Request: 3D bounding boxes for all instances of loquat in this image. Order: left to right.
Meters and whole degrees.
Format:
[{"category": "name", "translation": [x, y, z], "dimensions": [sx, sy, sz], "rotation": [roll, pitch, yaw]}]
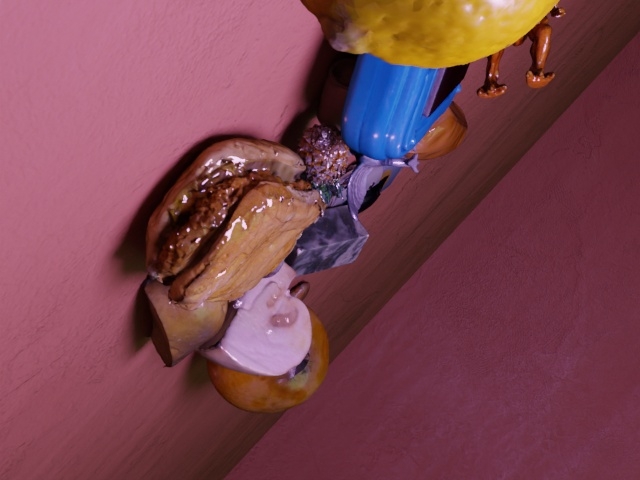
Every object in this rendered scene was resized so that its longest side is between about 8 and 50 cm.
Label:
[{"category": "loquat", "translation": [-0.110, 0.235, 1.813], "dimensions": [0.263, 0.263, 0.263], "rotation": [-44, 166, -14]}]

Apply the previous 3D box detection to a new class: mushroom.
[{"category": "mushroom", "translation": [-0.127, 0.156, 1.568], "dimensions": [0.162, 0.173, 0.236], "rotation": [-19, -143, 44]}]

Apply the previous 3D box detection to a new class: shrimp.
[{"category": "shrimp", "translation": [-0.107, 0.196, 2.072], "dimensions": [0.251, 0.052, 0.143], "rotation": [-42, 168, -26]}]

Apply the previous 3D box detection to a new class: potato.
[{"category": "potato", "translation": [-0.208, 0.126, 1.411], "dimensions": [0.138, 0.098, 0.243], "rotation": [-26, 160, -19]}]

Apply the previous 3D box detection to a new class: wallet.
[{"category": "wallet", "translation": [0.077, -0.103, 1.765], "dimensions": [0.231, 0.069, 0.170], "rotation": [-35, 166, -38]}]

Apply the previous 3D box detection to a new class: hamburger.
[{"category": "hamburger", "translation": [-0.125, -0.026, 1.213], "dimensions": [0.259, 0.144, 0.283], "rotation": [-45, 171, 8]}]

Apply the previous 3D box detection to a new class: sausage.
[{"category": "sausage", "translation": [0.224, -0.229, 1.745], "dimensions": [0.136, 0.120, 0.241], "rotation": [-37, 171, 22]}]

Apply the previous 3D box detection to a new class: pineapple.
[{"category": "pineapple", "translation": [-0.005, -0.118, 1.358], "dimensions": [0.103, 0.083, 0.221], "rotation": [-5, 162, -5]}]

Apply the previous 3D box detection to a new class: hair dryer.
[{"category": "hair dryer", "translation": [0.068, -0.254, 1.338], "dimensions": [0.182, 0.064, 0.117], "rotation": [-46, 168, -29]}]

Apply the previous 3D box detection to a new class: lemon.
[{"category": "lemon", "translation": [0.112, -0.319, 0.759], "dimensions": [0.336, 0.336, 0.336], "rotation": [-44, 166, -14]}]

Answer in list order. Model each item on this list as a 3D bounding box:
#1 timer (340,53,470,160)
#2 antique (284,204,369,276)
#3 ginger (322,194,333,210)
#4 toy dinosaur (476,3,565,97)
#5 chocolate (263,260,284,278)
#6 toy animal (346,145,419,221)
[{"category": "timer", "translation": [0.153, -0.284, 1.247], "dimensions": [0.340, 0.115, 0.309], "rotation": [-48, 162, -50]}, {"category": "antique", "translation": [0.000, 0.000, 1.660], "dimensions": [0.183, 0.086, 0.088], "rotation": [-12, 146, -35]}, {"category": "ginger", "translation": [-0.082, -0.032, 1.486], "dimensions": [0.299, 0.065, 0.118], "rotation": [-34, 153, -35]}, {"category": "toy dinosaur", "translation": [0.292, -0.312, 1.292], "dimensions": [0.432, 0.097, 0.208], "rotation": [88, 9, -86]}, {"category": "chocolate", "translation": [-0.083, -0.021, 1.386], "dimensions": [0.072, 0.072, 0.167], "rotation": [24, 76, -76]}, {"category": "toy animal", "translation": [0.081, -0.148, 1.477], "dimensions": [0.255, 0.176, 0.239], "rotation": [8, 86, -65]}]
